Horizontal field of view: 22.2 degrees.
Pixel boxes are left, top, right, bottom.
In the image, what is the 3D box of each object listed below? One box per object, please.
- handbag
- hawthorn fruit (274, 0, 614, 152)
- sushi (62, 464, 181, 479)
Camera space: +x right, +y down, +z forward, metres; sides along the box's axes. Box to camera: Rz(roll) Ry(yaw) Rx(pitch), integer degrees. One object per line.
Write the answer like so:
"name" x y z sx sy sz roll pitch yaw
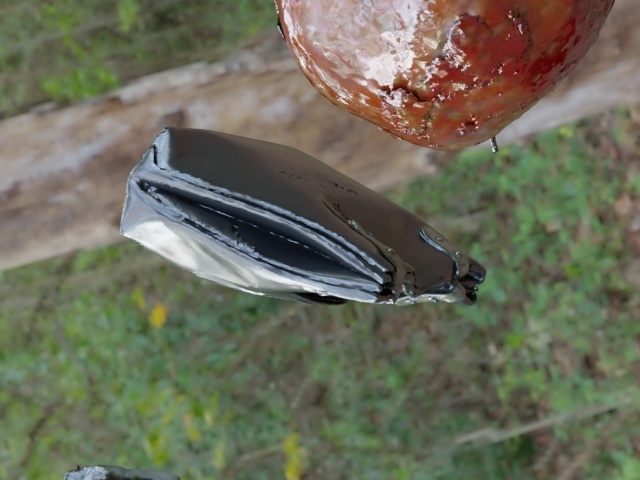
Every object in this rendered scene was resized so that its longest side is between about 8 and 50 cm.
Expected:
"handbag" 0.000 0.000 1.662 0.288 0.342 0.152 22 99 28
"hawthorn fruit" 0.066 -0.120 0.813 0.181 0.181 0.235 -120 10 -49
"sushi" -0.159 0.214 0.975 0.147 0.212 0.115 53 -151 -38
